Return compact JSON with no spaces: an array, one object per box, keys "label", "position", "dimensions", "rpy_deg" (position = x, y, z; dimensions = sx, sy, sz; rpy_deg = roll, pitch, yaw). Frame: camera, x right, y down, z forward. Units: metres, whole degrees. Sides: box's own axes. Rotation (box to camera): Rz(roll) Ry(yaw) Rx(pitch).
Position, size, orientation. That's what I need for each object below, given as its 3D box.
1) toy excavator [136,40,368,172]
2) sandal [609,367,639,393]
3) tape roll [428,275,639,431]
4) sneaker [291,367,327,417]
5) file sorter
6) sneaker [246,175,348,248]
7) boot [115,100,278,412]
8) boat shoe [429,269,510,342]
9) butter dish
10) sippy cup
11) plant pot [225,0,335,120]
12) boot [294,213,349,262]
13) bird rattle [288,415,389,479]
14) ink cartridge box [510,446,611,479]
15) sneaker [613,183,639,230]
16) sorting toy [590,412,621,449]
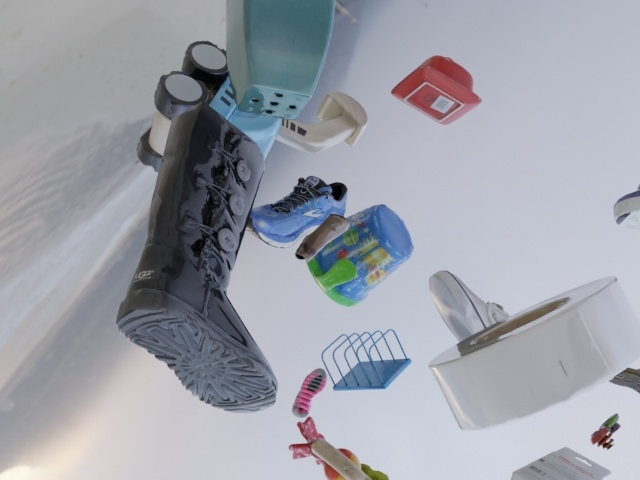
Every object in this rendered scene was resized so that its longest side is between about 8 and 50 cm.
[{"label":"toy excavator","position":[-0.138,-0.266,1.762],"dimensions":[0.222,0.445,0.433],"rpy_deg":[-55,-172,44]},{"label":"sandal","position":[0.710,0.306,1.669],"dimensions":[0.049,0.180,0.072],"rpy_deg":[-53,157,-38]},{"label":"tape roll","position":[0.295,0.153,1.035],"dimensions":[0.286,0.100,0.286],"rpy_deg":[-25,173,-3]},{"label":"sneaker","position":[-0.025,0.315,1.602],"dimensions":[0.119,0.047,0.057],"rpy_deg":[-59,-174,13]},{"label":"file sorter","position":[0.104,0.283,1.809],"dimensions":[0.170,0.104,0.118],"rpy_deg":[-14,-165,45]},{"label":"sneaker","position":[-0.056,-0.082,1.740],"dimensions":[0.330,0.129,0.147],"rpy_deg":[-16,132,-49]},{"label":"boot","position":[-0.170,0.029,1.331],"dimensions":[0.146,0.367,0.445],"rpy_deg":[-14,-133,20]},{"label":"boat shoe","position":[0.296,0.153,1.331],"dimensions":[0.088,0.267,0.096],"rpy_deg":[-35,174,-20]},{"label":"butter dish","position":[0.263,-0.347,1.651],"dimensions":[0.160,0.160,0.118],"rpy_deg":[-31,-146,64]},{"label":"sippy cup","position":[0.114,0.025,1.998],"dimensions":[0.224,0.240,0.305],"rpy_deg":[-34,-141,30]},{"label":"plant pot","position":[-0.076,-0.340,1.307],"dimensions":[0.166,0.165,0.234],"rpy_deg":[143,-48,-66]},{"label":"boot","position":[0.000,0.000,1.303],"dimensions":[0.087,0.042,0.118],"rpy_deg":[-48,-173,-17]},{"label":"bird rattle","position":[0.044,0.489,1.668],"dimensions":[0.143,0.253,0.207],"rpy_deg":[-38,171,-17]},{"label":"ink cartridge box","position":[0.432,0.442,1.363],"dimensions":[0.104,0.180,0.060],"rpy_deg":[25,-68,44]},{"label":"sneaker","position":[0.702,-0.156,1.491],"dimensions":[0.130,0.322,0.236],"rpy_deg":[97,-16,-68]},{"label":"sorting toy","position":[0.577,0.391,1.517],"dimensions":[0.102,0.042,0.061],"rpy_deg":[-24,155,-43]}]
